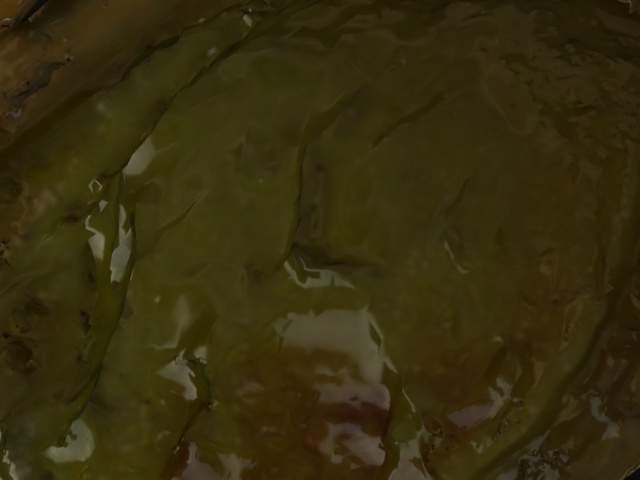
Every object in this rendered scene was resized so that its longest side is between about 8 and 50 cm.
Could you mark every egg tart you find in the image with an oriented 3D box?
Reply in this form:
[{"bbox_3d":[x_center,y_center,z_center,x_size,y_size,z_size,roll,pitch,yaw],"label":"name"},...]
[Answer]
[{"bbox_3d":[0.000,0.000,0.532,0.279,0.279,0.095,23,18,-38],"label":"egg tart"}]
